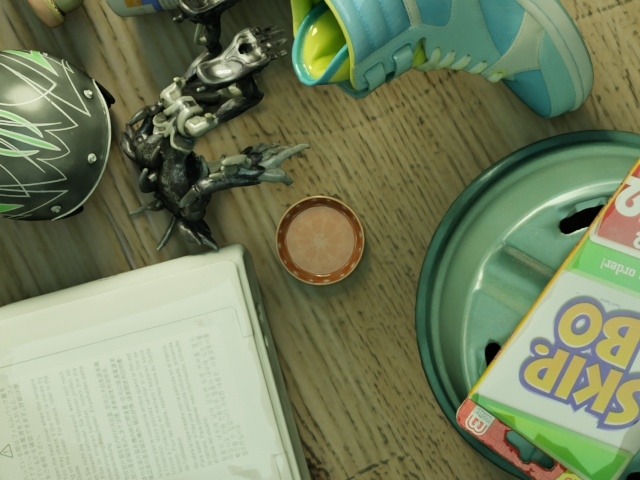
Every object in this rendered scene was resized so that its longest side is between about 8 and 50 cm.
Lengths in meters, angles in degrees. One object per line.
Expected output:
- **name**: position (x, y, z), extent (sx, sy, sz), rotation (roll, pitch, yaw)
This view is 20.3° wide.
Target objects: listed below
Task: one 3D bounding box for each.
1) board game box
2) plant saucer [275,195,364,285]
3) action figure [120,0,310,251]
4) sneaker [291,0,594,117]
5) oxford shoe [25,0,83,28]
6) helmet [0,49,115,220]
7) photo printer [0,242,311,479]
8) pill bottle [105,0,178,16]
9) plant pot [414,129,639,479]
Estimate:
- **board game box**: position (0.219, 0.064, 1.303), extent (0.124, 0.039, 0.259), rotation (36, 97, 4)
- **plant saucer**: position (0.000, 0.000, 1.662), extent (0.083, 0.013, 0.083), rotation (0, 92, 6)
- **action figure**: position (-0.091, -0.104, 1.593), extent (0.141, 0.276, 0.164), rotation (-16, 59, -29)
- **sneaker**: position (0.090, -0.169, 1.529), extent (0.208, 0.127, 0.319), rotation (-49, 123, -8)
- **oxford shoe**: position (-0.267, -0.393, 1.613), extent (0.146, 0.140, 0.397), rotation (-17, 91, 0)
- **helmet**: position (-0.265, -0.094, 1.608), extent (0.169, 0.161, 0.169), rotation (0, 92, 5)
- **photo printer**: position (-0.184, 0.162, 1.637), extent (0.307, 0.107, 0.256), rotation (-16, 90, 6)
- **pill bottle**: position (-0.066, -0.295, 1.589), extent (0.272, 0.152, 0.152), rotation (-9, 91, 5)
- **plant pot**: position (0.244, 0.072, 1.484), extent (0.341, 0.334, 0.341), rotation (0, 91, 4)
